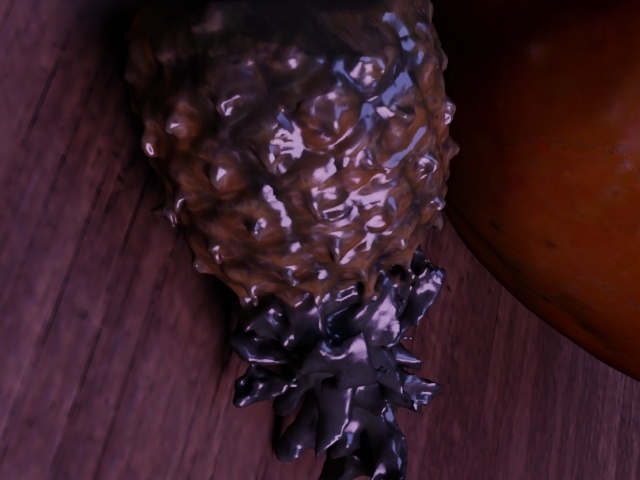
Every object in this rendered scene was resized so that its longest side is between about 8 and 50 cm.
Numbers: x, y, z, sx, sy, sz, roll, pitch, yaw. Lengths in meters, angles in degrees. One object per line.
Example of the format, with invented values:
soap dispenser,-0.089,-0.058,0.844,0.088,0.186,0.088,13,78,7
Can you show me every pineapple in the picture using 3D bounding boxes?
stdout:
pineapple,0.000,0.000,0.443,0.108,0.108,0.198,-52,138,-50

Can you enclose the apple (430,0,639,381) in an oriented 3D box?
apple,0.170,-0.101,0.553,0.329,0.295,0.365,57,18,11
